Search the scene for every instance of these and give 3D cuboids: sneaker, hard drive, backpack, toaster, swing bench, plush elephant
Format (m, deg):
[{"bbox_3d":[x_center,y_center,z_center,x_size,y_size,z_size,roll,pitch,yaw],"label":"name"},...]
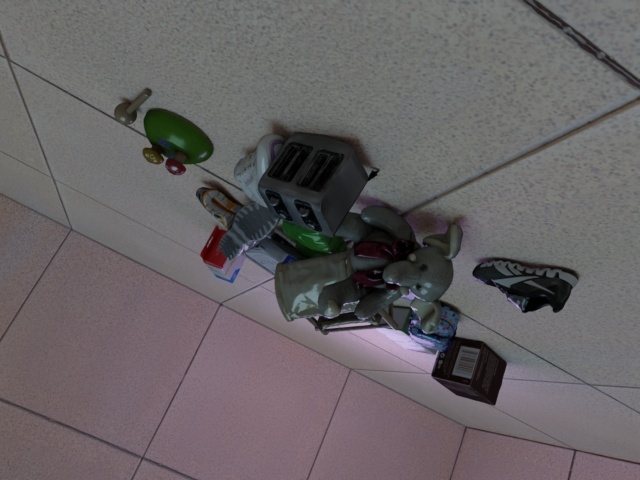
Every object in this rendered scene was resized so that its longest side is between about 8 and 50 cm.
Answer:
[{"bbox_3d":[0.445,0.108,1.195,0.234,0.106,0.078,7,153,40],"label":"sneaker"},{"bbox_3d":[-0.294,-0.095,1.602,0.083,0.084,0.215,30,165,39],"label":"sneaker"},{"bbox_3d":[-0.122,0.085,1.876,0.237,0.064,0.339,2,151,49],"label":"hard drive"},{"bbox_3d":[0.361,0.267,1.697,0.158,0.117,0.173,18,157,15],"label":"backpack"},{"bbox_3d":[-0.008,-0.119,1.065,0.168,0.185,0.110,22,160,32],"label":"toaster"},{"bbox_3d":[0.045,0.149,1.448,0.253,0.165,0.255,-13,154,34],"label":"swing bench"},{"bbox_3d":[-0.195,-0.045,1.558,0.281,0.115,0.105,-34,90,44],"label":"sneaker"},{"bbox_3d":[0.176,0.063,1.184,0.330,0.271,0.255,2,-173,-29],"label":"plush elephant"},{"bbox_3d":[-0.138,-0.149,1.205,0.152,0.114,0.305,22,160,5],"label":"sneaker"}]

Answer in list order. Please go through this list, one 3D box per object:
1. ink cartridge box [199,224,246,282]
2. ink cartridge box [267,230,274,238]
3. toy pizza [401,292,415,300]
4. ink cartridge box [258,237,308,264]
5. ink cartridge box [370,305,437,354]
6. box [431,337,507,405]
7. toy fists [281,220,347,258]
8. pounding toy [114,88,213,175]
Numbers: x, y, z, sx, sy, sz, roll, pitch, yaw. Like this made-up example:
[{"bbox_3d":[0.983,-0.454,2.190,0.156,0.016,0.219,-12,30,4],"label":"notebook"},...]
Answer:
[{"bbox_3d":[-0.353,0.053,1.953,0.078,0.134,0.231,21,161,13],"label":"ink cartridge box"},{"bbox_3d":[-0.185,-0.047,1.652,0.063,0.029,0.115,20,160,11],"label":"ink cartridge box"},{"bbox_3d":[0.258,0.131,1.589,0.201,0.032,0.201,20,159,8],"label":"toy pizza"},{"bbox_3d":[-0.051,0.073,1.624,0.223,0.045,0.224,25,-177,-35],"label":"ink cartridge box"},{"bbox_3d":[0.316,0.326,1.932,0.219,0.092,0.160,38,157,-32],"label":"ink cartridge box"},{"bbox_3d":[0.542,0.472,1.931,0.167,0.168,0.203,1,149,47],"label":"box"},{"bbox_3d":[0.000,0.000,1.466,0.142,0.096,0.279,27,165,21],"label":"toy fists"},{"bbox_3d":[-0.386,-0.234,1.285,0.183,0.110,0.237,1,150,48],"label":"pounding toy"}]
